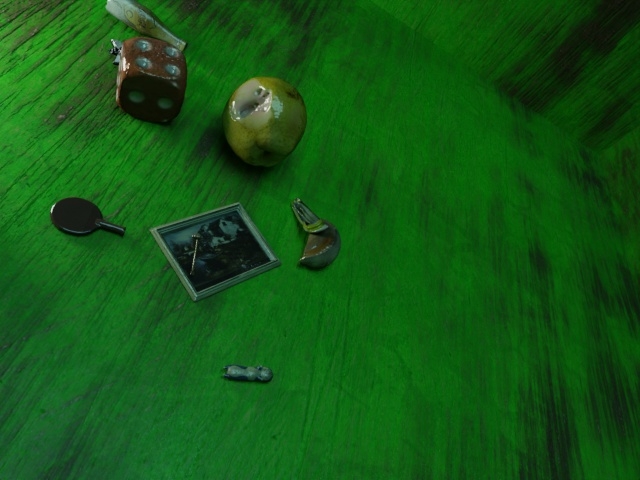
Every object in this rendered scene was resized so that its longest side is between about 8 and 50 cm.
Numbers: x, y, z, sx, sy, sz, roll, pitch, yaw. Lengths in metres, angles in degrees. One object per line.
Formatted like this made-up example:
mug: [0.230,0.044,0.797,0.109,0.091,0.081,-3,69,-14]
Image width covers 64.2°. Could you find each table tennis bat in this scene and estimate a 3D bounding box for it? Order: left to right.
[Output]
table tennis bat: [-0.530,-0.077,1.183,0.170,0.119,0.107,20,49,-18]

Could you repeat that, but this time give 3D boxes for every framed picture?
framed picture: [-0.268,0.016,1.359,0.296,0.019,0.232,-24,72,-43]

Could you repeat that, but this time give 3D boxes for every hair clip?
hair clip: [-0.040,-0.070,1.532,0.060,0.033,0.188,-28,42,-11]

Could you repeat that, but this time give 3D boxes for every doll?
doll: [-0.543,-0.568,1.591,0.220,0.067,0.090,2,76,-31]
doll: [-0.168,0.310,1.192,0.125,0.027,0.037,12,59,-27]

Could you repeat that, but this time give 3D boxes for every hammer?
hammer: [-0.316,0.035,1.287,0.029,0.014,0.122,11,52,-17]

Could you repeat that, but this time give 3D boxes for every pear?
pear: [-0.168,-0.357,1.551,0.271,0.271,0.271,18,49,-22]

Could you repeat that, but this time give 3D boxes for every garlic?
garlic: [0.011,0.010,1.507,0.102,0.087,0.195,21,48,0]

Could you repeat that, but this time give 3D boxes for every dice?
dice: [-0.489,-0.460,1.466,0.179,0.175,0.173,7,55,-31]

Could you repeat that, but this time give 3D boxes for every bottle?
bottle: [-0.565,-0.711,1.678,0.270,0.083,0.083,31,45,-15]
